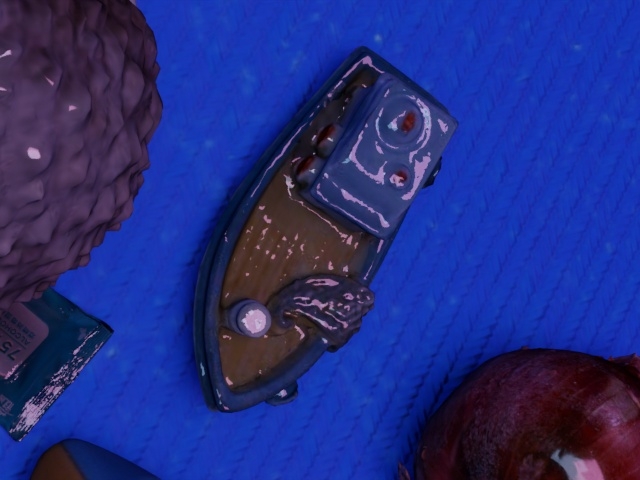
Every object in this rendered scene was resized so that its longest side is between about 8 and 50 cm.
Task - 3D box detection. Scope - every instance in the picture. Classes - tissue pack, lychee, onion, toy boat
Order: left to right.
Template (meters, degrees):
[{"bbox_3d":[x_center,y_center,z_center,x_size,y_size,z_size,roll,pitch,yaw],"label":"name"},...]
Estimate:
[{"bbox_3d":[-0.220,-0.077,0.693,0.300,0.300,0.300,-1,92,-25],"label":"lychee"},{"bbox_3d":[-0.189,0.040,0.853,0.085,0.028,0.138,-49,114,-12],"label":"tissue pack"},{"bbox_3d":[0.000,0.000,0.899,0.109,0.098,0.238,35,78,-18],"label":"toy boat"},{"bbox_3d":[0.154,0.130,0.951,0.195,0.159,0.159,-35,106,-41],"label":"onion"}]

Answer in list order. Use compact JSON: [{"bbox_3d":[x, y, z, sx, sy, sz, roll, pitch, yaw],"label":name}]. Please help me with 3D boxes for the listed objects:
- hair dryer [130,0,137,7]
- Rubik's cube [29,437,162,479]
[{"bbox_3d":[-0.114,-0.152,0.816,0.075,0.206,0.237,-20,125,-14],"label":"hair dryer"},{"bbox_3d":[-0.092,0.215,0.802,0.254,0.254,0.254,-1,92,-25],"label":"Rubik's cube"}]
